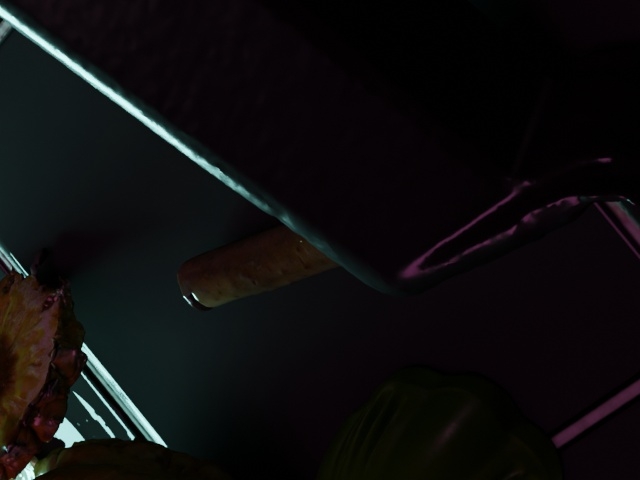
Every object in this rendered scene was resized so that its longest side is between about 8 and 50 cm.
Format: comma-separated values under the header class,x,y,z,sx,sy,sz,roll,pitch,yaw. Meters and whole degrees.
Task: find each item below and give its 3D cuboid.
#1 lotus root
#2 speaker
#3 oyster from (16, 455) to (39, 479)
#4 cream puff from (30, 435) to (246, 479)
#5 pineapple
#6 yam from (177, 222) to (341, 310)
class,x,y,z,sx,sy,sz,roll,pitch,yaw
lotus root,0.059,0.203,1.332,0.186,0.186,0.186,17,122,29
speaker,0.007,-0.135,1.120,0.388,0.180,0.184,36,136,-17
oyster,-0.296,0.229,1.682,0.148,0.051,0.103,-2,102,26
cream puff,-0.135,0.318,1.492,0.327,0.231,0.343,-10,101,34
pineapple,-0.254,0.113,1.525,0.221,0.221,0.047,-19,140,41
yam,0.000,0.000,1.348,0.264,0.046,0.046,-20,101,40
